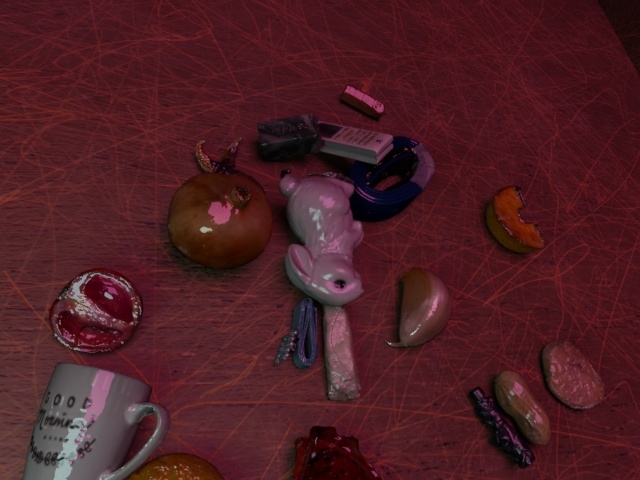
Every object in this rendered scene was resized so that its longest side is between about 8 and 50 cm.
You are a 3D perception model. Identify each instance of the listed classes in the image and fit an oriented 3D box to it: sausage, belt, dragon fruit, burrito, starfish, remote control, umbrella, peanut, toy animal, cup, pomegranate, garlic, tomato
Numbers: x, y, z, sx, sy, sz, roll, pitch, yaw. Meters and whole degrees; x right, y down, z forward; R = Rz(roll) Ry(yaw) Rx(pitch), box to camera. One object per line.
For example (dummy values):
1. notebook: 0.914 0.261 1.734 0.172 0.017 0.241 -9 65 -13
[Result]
1. sausage: 0.157 -0.483 1.786 0.169 0.065 0.065 27 54 -9
2. belt: 0.211 -0.195 1.609 0.212 0.117 0.347 47 55 10
3. belt: -0.055 0.228 1.282 0.100 0.065 0.179 18 54 -24
4. dragon fruit: 0.032 0.596 1.092 0.286 0.228 0.329 28 25 -46
5. burrito: 0.049 0.266 1.304 0.082 0.059 0.275 -1 61 -8
6. starfish: -0.256 -0.189 1.436 0.238 0.071 0.216 39 48 -11
7. remote control: 0.077 -0.308 1.570 0.277 0.056 0.103 19 47 29
8. umbrella: 0.473 0.497 1.357 0.071 0.080 0.224 -34 73 1
9. peanut: 0.555 0.458 1.397 0.098 0.090 0.214 -20 70 -44
10. toy animal: 0.000 0.000 1.360 0.257 0.194 0.358 9 61 -18
11. cup: -0.407 0.368 0.942 0.257 0.186 0.234 -1 61 18
12. pomegranate: -0.235 -0.056 1.234 0.251 0.270 0.229 10 66 -21
13. garlic: 0.282 0.192 1.425 0.164 0.145 0.245 7 54 18
14. tomato: -0.481 0.147 1.122 0.173 0.099 0.189 40 92 -15

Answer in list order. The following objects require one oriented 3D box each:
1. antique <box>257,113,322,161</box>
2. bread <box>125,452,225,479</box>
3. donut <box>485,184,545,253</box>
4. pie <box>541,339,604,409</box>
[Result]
1. antique: -0.089 -0.307 1.518 0.182 0.086 0.088 -11 63 -1
2. bread: -0.277 0.526 0.958 0.239 0.139 0.240 11 58 -18
3. donut: 0.638 -0.071 1.735 0.152 0.101 0.259 1 63 -23
4. pie: 0.755 0.409 1.537 0.185 0.052 0.218 -28 78 -35
